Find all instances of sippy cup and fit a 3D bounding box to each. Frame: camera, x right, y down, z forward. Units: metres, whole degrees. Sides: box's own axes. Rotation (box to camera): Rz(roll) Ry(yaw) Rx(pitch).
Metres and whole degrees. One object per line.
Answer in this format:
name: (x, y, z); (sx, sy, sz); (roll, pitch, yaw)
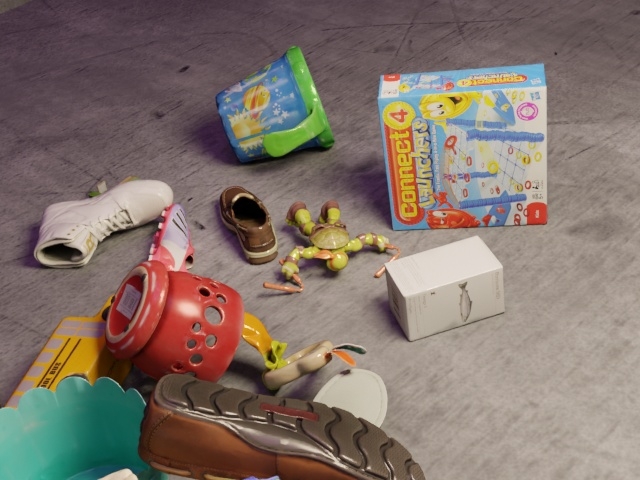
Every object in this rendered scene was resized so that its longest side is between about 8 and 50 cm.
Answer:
sippy cup: (-0.110, -0.289, 2.211); (0.224, 0.240, 0.305); (-21, -4, 2)

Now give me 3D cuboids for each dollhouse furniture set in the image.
dollhouse furniture set: (-0.444, -0.113, 2.165); (0.076, 0.059, 0.151); (17, 43, 32)

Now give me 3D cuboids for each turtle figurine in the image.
turtle figurine: (0.000, 0.000, 1.871); (0.269, 0.087, 0.217); (-16, 35, -9)

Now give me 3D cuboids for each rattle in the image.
rattle: (-0.031, 0.154, 1.562); (0.130, 0.143, 0.199); (-9, -12, -32)

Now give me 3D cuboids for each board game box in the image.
board game box: (0.274, -0.169, 1.854); (0.301, 0.308, 0.086); (-3, 37, 11)

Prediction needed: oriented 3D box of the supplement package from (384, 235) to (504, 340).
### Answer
supplement package: (0.214, 0.082, 1.689); (0.179, 0.105, 0.105); (-17, 35, -9)

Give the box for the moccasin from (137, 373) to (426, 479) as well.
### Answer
moccasin: (-0.049, 0.291, 1.268); (0.379, 0.147, 0.139); (13, 23, -7)

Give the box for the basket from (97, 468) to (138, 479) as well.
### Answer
basket: (-0.266, 0.484, 1.068); (0.331, 0.267, 0.328); (-20, 31, -24)

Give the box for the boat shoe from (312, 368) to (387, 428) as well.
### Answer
boat shoe: (0.025, 0.314, 1.416); (0.114, 0.091, 0.303); (12, 40, 16)

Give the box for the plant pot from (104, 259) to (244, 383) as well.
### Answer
plant pot: (-0.246, 0.138, 1.598); (0.174, 0.191, 0.191); (24, 21, -30)

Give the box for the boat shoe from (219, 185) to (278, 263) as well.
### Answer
boat shoe: (-0.146, -0.059, 1.983); (0.095, 0.095, 0.257); (-20, 36, -14)

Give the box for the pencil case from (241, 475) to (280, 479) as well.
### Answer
pencil case: (-0.048, 0.417, 1.111); (0.119, 0.133, 0.306); (-11, 67, -37)

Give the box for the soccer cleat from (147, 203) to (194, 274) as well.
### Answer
soccer cleat: (-0.288, 0.012, 1.950); (0.095, 0.083, 0.248); (19, 29, -10)

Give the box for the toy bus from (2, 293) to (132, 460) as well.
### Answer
toy bus: (-0.406, 0.230, 1.629); (0.130, 0.108, 0.333); (0, 36, 17)

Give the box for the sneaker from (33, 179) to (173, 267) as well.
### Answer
sneaker: (-0.444, -0.022, 2.007); (0.292, 0.108, 0.169); (-15, 36, 9)

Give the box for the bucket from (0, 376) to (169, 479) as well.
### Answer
bucket: (-0.342, 0.349, 1.378); (0.281, 0.183, 0.281); (-7, 35, 5)
